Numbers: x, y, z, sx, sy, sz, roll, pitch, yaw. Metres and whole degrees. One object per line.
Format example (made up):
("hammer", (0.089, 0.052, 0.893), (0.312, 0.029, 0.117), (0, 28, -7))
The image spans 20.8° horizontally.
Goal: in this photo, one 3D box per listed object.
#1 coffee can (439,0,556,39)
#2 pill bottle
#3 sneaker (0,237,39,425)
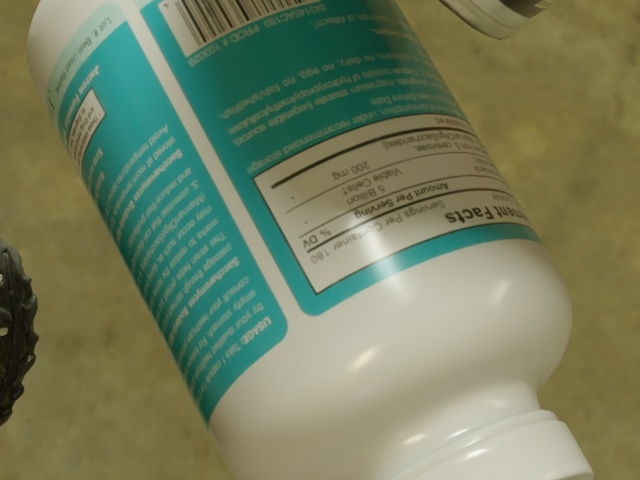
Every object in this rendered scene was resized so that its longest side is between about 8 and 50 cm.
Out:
("coffee can", (0.119, -0.222, 0.558), (0.201, 0.275, 0.201), (48, 21, -25))
("pill bottle", (0.000, 0.000, 0.674), (0.146, 0.146, 0.264), (-17, 67, -27))
("sneaker", (-0.230, 0.094, 0.880), (0.108, 0.271, 0.100), (43, 33, 19))
